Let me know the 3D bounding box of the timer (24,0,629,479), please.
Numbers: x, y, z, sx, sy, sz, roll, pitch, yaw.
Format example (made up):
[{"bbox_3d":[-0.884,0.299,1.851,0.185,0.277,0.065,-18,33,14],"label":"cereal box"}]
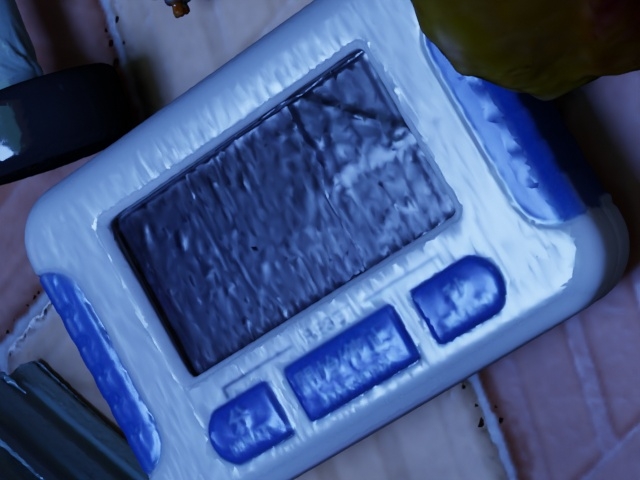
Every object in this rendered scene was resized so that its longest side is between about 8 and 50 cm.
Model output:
[{"bbox_3d":[0.000,0.000,0.862,0.253,0.078,0.178,-32,82,25],"label":"timer"}]

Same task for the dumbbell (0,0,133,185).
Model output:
[{"bbox_3d":[-0.166,-0.124,0.907,0.100,0.100,0.191,-19,90,27],"label":"dumbbell"}]

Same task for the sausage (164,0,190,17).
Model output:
[{"bbox_3d":[-0.128,-0.267,0.889,0.053,0.053,0.348,-23,89,27],"label":"sausage"}]

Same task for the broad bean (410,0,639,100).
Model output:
[{"bbox_3d":[0.119,-0.164,0.744,0.228,0.156,0.122,-58,41,18],"label":"broad bean"}]

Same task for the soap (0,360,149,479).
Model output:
[{"bbox_3d":[-0.112,0.151,0.923,0.198,0.114,0.063,39,114,16],"label":"soap"}]
